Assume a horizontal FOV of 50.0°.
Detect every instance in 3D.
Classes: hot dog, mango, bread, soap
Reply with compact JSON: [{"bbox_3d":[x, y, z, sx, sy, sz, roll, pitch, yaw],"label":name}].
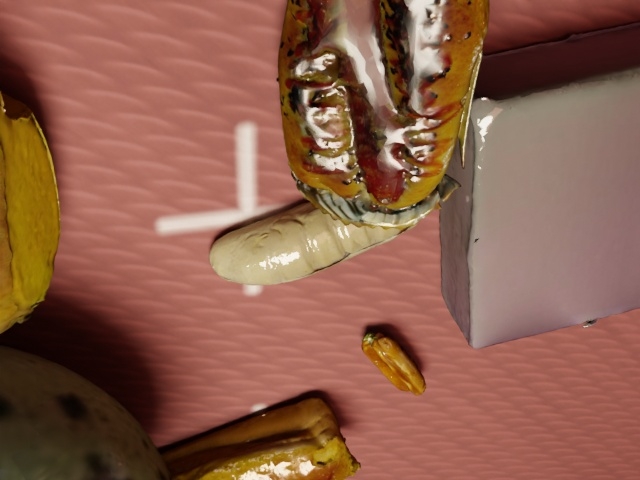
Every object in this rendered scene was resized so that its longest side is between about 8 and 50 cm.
[{"bbox_3d":[0.039,-0.130,0.523,0.162,0.082,0.270,15,126,19],"label":"hot dog"},{"bbox_3d":[-0.283,-0.040,0.500,0.167,0.130,0.262,4,118,-12],"label":"mango"},{"bbox_3d":[0.000,-0.001,0.652,0.214,0.053,0.073,-20,132,-1],"label":"bread"},{"bbox_3d":[-0.133,0.324,0.817,0.380,0.109,0.185,-22,127,-1],"label":"bread"},{"bbox_3d":[0.088,0.139,0.785,0.037,0.049,0.122,-57,134,-19],"label":"hot dog"},{"bbox_3d":[0.263,-0.052,0.653,0.296,0.107,0.285,-12,128,-7],"label":"soap"}]

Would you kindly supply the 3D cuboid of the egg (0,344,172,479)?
[{"bbox_3d":[-0.317,0.250,0.563,0.428,0.345,0.345,38,109,-18],"label":"egg"}]
